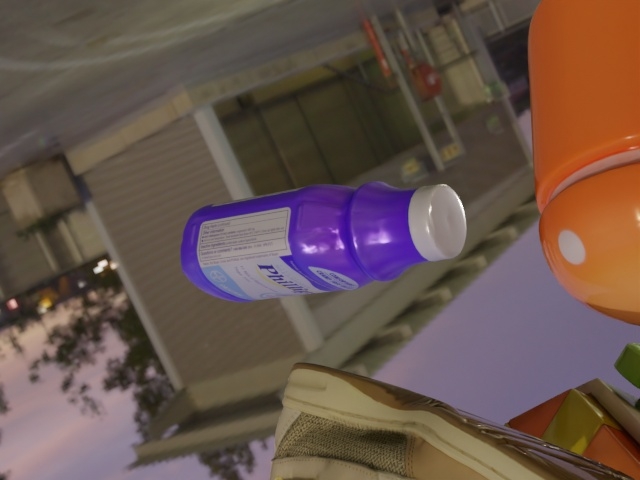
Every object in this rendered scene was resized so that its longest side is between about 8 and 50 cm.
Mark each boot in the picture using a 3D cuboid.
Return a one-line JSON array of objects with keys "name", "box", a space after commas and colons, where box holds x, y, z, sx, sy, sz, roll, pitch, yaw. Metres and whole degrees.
[{"name": "boot", "box": [0.035, 0.173, 0.467, 0.262, 0.095, 0.203, 9, -104, 56]}]

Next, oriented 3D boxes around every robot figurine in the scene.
[{"name": "robot figurine", "box": [0.165, -0.054, 0.508, 0.128, 0.219, 0.158, 17, 153, -30]}]

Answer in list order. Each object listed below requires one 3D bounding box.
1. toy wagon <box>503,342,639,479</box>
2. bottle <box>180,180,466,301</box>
[{"name": "toy wagon", "box": [0.142, 0.207, 0.527, 0.267, 0.068, 0.344, -61, -168, 10]}, {"name": "bottle", "box": [0.000, 0.000, 0.999, 0.283, 0.092, 0.118, -8, 156, 36]}]
